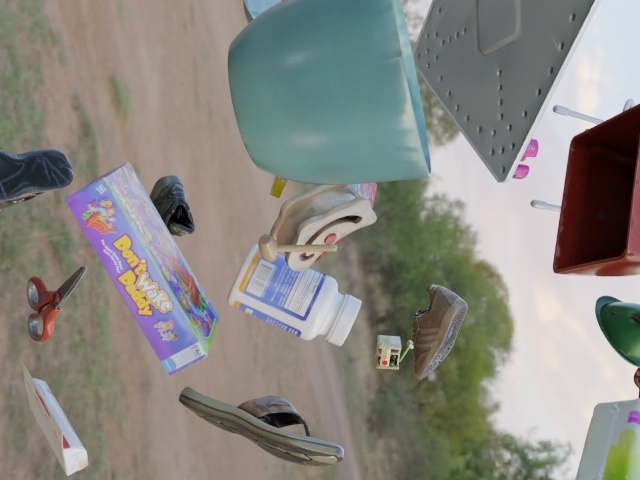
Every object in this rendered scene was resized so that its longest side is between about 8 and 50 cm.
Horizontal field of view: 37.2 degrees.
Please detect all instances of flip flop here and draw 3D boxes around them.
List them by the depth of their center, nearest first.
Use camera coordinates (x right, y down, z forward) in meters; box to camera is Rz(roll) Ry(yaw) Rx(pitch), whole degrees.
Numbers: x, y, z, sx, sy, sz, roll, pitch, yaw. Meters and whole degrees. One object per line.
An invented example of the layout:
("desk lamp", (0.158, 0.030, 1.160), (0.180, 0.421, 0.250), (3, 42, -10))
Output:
("flip flop", (-0.090, 0.279, 1.492), (0.112, 0.277, 0.080), (78, 35, -61))

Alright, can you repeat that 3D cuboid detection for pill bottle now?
("pill bottle", (-0.055, 0.126, 2.091), (0.152, 0.272, 0.152), (-155, -90, -89))

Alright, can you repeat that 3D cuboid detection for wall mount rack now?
("wall mount rack", (0.578, -0.153, 2.066), (0.304, 0.130, 0.350), (9, 94, -63))

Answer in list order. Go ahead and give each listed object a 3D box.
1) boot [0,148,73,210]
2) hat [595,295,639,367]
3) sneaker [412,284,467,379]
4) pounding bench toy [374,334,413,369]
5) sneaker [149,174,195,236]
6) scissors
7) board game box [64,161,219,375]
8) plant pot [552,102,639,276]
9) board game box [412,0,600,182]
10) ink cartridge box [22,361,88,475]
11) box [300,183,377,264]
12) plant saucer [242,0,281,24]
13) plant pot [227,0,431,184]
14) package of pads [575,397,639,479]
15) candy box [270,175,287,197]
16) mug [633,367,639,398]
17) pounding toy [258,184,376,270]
("boot", (-0.525, -0.083, 1.465), (0.236, 0.178, 0.085), (-10, 85, -53))
("hat", (0.709, 0.158, 1.991), (0.183, 0.173, 0.208), (-47, -121, 39))
("sneaker", (0.185, 0.150, 1.583), (0.071, 0.066, 0.188), (41, -47, 24))
("pounding bench toy", (0.169, 0.259, 2.168), (0.052, 0.083, 0.065), (-91, -175, -67))
("sneaker", (-0.363, -0.031, 2.212), (0.227, 0.087, 0.130), (-56, -132, 39))
("scissors", (-0.406, 0.101, 1.473), (0.297, 0.021, 0.109), (-11, -99, 56))
("board game box", (-0.306, 0.042, 1.687), (0.347, 0.078, 0.233), (62, 4, -11))
("plant pot", (0.591, -0.060, 1.674), (0.267, 0.235, 0.267), (147, -46, -76))
("board game box", (0.297, -0.353, 1.491), (0.390, 0.050, 0.390), (-115, -143, -45))
("ink cartridge box", (-0.427, 0.281, 1.531), (0.145, 0.045, 0.179), (52, -31, 23))
("box", (0.017, -0.070, 2.465), (0.122, 0.257, 0.128), (36, 39, -16))
("plant saucer", (-0.083, -0.393, 1.778), (0.195, 0.037, 0.195), (37, 31, -26))
("plant pot", (0.010, -0.209, 1.297), (0.293, 0.235, 0.293), (-10, 90, -80))
("package of pads", (0.514, 0.444, 1.601), (0.296, 0.101, 0.229), (-46, 119, -55))
("candy box", (-0.050, -0.195, 1.952), (0.105, 0.027, 0.206), (-87, -158, -57))
("mug", (0.816, 0.370, 2.258), (0.169, 0.150, 0.113), (-122, -168, -54))
("pounding toy", (0.000, 0.000, 1.895), (0.155, 0.269, 0.154), (53, -23, 29))
